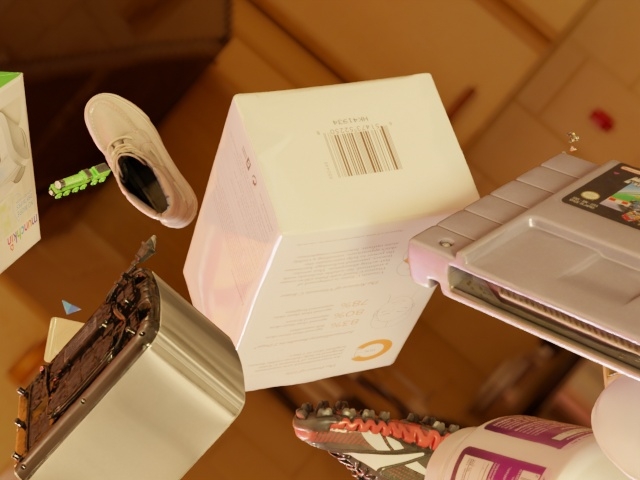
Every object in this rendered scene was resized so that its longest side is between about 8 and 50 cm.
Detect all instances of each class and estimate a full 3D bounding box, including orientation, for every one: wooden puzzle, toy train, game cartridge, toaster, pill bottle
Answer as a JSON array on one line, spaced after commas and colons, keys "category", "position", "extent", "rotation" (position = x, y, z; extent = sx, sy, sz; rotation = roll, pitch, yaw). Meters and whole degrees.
[{"category": "wooden puzzle", "position": [-0.360, 0.151, 2.385], "extent": [0.014, 0.078, 0.116], "rotation": [-28, -44, -83]}, {"category": "toy train", "position": [-0.269, -0.068, 1.838], "extent": [0.083, 0.017, 0.024], "rotation": [-25, -18, -46]}, {"category": "game cartridge", "position": [0.279, 0.024, 1.401], "extent": [0.230, 0.355, 0.068], "rotation": [-33, -50, -33]}, {"category": "toaster", "position": [-0.151, 0.118, 1.309], "extent": [0.186, 0.110, 0.168], "rotation": [-48, 19, 7]}, {"category": "pill bottle", "position": [0.229, 0.269, 1.694], "extent": [0.169, 0.169, 0.301], "rotation": [-48, 17, -15]}]

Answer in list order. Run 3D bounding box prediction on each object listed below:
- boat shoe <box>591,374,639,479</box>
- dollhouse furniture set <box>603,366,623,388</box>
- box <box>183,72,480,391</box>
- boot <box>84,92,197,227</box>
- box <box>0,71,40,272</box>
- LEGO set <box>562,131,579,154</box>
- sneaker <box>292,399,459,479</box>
[{"category": "boat shoe", "position": [0.360, 0.198, 1.360], "extent": [0.108, 0.301, 0.102], "rotation": [-56, -45, -15]}, {"category": "dollhouse furniture set", "position": [0.513, 0.121, 2.141], "extent": [0.242, 0.161, 0.212], "rotation": [1, -13, -19]}, {"category": "box", "position": [0.000, 0.000, 1.726], "extent": [0.215, 0.168, 0.345], "rotation": [-8, -29, -20]}, {"category": "boot", "position": [-0.289, -0.133, 2.540], "extent": [0.095, 0.258, 0.123], "rotation": [-42, -12, 6]}, {"category": "box", "position": [-0.459, -0.060, 1.987], "extent": [0.262, 0.126, 0.231], "rotation": [-53, -36, -63]}, {"category": "LEGO set", "position": [0.360, -0.113, 2.362], "extent": [0.054, 0.023, 0.083], "rotation": [-100, 24, -57]}, {"category": "sneaker", "position": [0.076, 0.306, 2.350], "extent": [0.097, 0.276, 0.135], "rotation": [13, 88, 59]}]
